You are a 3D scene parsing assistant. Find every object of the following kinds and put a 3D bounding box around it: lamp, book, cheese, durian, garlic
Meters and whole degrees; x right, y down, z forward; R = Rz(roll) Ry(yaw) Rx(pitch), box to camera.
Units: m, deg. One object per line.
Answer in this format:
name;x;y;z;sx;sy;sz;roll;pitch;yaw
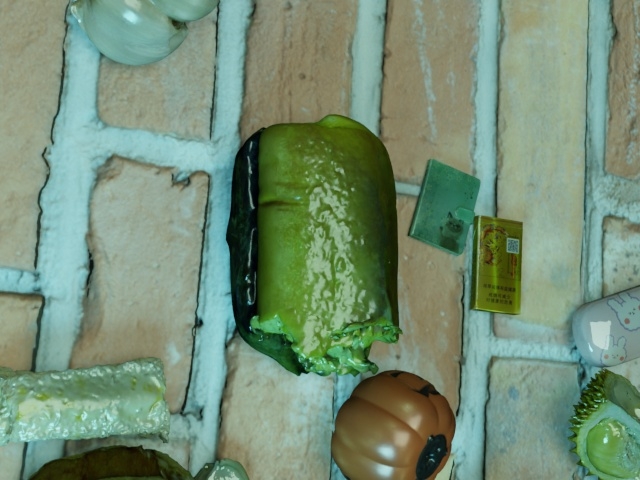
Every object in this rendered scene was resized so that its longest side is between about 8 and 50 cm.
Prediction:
lamp;0.099;0.280;1.679;0.188;0.164;0.187;-33;135;-41
book;0.204;-0.052;1.863;0.103;0.017;0.135;22;73;-18
cheese;-0.151;0.389;1.617;0.092;0.047;0.171;24;73;-17
durian;0.515;0.323;1.856;0.172;0.166;0.306;-42;100;-26
garlic;-0.212;-0.391;1.650;0.203;0.185;0.281;23;70;-39

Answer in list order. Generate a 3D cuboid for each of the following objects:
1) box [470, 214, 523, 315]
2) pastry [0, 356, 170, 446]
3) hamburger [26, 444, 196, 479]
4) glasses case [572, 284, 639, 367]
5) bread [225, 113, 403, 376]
box;0.287;0.040;1.881;0.089;0.022;0.156;7;78;-24
pastry;-0.325;0.213;1.553;0.258;0.089;0.121;4;67;-26
hamburger;-0.282;0.377;1.512;0.309;0.132;0.211;-7;84;-21
glasses case;0.553;0.130;1.954;0.297;0.075;0.113;-16;85;-26
bread;0.000;0.000;1.672;0.251;0.208;0.376;5;75;-27
